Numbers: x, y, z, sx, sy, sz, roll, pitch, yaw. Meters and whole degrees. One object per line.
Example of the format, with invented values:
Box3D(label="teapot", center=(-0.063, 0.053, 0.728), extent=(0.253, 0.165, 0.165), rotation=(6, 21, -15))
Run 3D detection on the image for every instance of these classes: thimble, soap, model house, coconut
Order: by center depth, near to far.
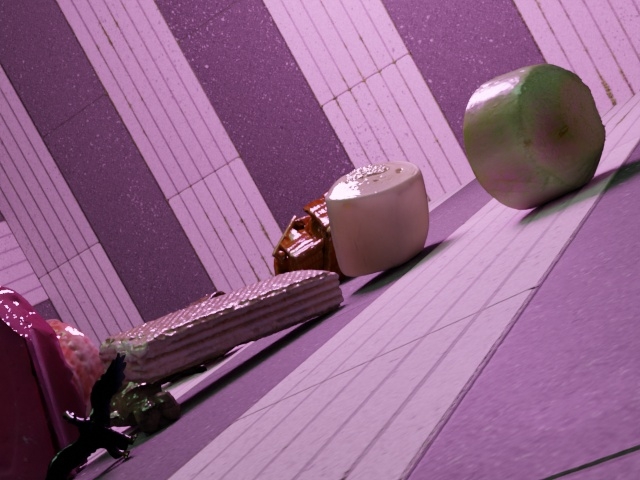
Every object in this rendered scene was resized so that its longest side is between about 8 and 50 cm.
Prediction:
Box3D(label="soap", center=(-0.483, 0.217, 1.491), extent=(0.220, 0.324, 0.127), rotation=(-17, -3, 7))
Box3D(label="coconut", center=(0.334, -0.159, 1.612), extent=(0.236, 0.236, 0.204), rotation=(-27, 37, 54))
Box3D(label="thimble", center=(-0.484, 0.269, 1.765), extent=(0.162, 0.239, 0.239), rotation=(-26, -1, -43))
Box3D(label="model house", center=(-0.001, 0.001, 2.302), extent=(0.199, 0.219, 0.229), rotation=(-13, -17, -23))

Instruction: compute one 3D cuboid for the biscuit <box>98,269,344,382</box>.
Box3D(label="biscuit", center=(-0.155, 0.137, 1.680), extent=(0.426, 0.078, 0.144), rotation=(-19, 9, -38))

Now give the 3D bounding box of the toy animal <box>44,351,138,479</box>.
Box3D(label="toy animal", center=(-0.299, 0.257, 1.344), extent=(0.062, 0.108, 0.220), rotation=(-18, 45, 63))

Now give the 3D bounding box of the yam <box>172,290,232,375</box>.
Box3D(label="yam", center=(-0.263, 0.201, 2.051), extent=(0.238, 0.128, 0.129), rotation=(-31, 22, 30))

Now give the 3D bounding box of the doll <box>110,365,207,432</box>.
Box3D(label="doll", center=(-0.290, 0.262, 1.586), extent=(0.203, 0.091, 0.286), rotation=(-40, 10, 9))

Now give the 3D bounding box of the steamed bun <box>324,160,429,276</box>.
Box3D(label="steamed bun", center=(0.123, -0.042, 1.918), extent=(0.155, 0.200, 0.250), rotation=(1, 22, 33))
